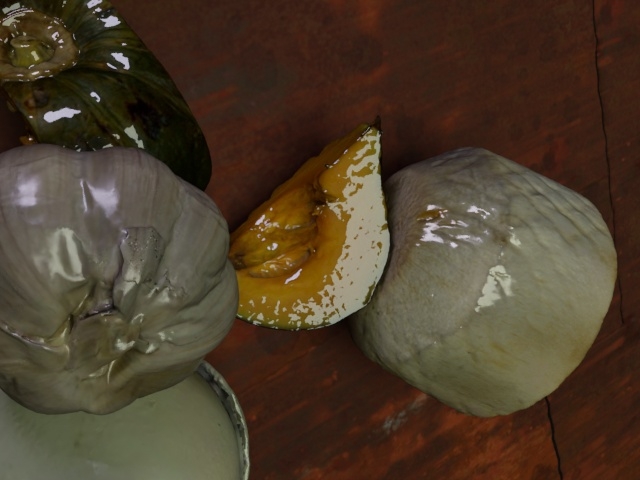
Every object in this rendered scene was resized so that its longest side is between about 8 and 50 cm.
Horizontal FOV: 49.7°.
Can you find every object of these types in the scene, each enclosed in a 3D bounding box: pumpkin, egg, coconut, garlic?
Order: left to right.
[{"bbox_3d":[-0.210,0.205,0.598,0.286,0.174,0.264,15,81,0],"label":"egg"},{"bbox_3d":[-0.225,-0.123,0.651,0.139,0.190,0.280,-32,72,-19],"label":"pumpkin"},{"bbox_3d":[-0.167,0.035,0.506,0.228,0.152,0.228,-6,130,-7],"label":"garlic"},{"bbox_3d":[0.000,0.000,0.756,0.254,0.130,0.149,-43,96,-4],"label":"pumpkin"},{"bbox_3d":[0.193,0.057,0.819,0.329,0.329,0.329,-7,105,-28],"label":"coconut"}]
